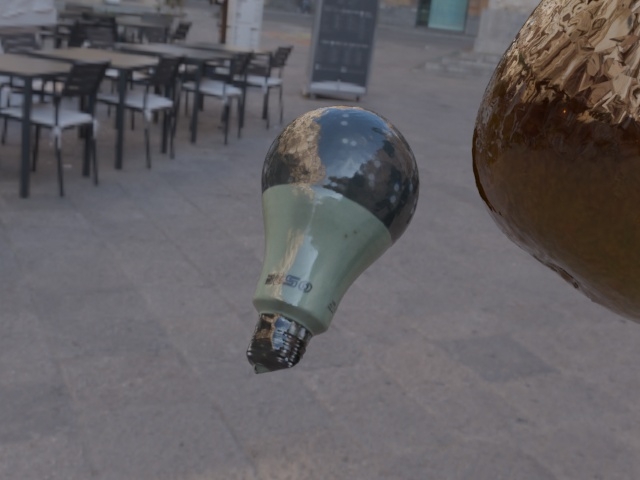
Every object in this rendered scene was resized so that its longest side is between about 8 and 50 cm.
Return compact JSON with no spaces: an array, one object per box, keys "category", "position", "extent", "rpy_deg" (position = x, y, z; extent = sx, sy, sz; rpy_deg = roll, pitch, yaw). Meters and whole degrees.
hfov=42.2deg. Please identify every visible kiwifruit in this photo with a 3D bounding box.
[{"category":"kiwifruit","position":[0.194,-0.072,0.421],"extent":[0.196,0.234,0.196],"rpy_deg":[31,10,-6]}]

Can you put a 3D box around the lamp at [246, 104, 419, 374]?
[{"category":"lamp","position":[0.016,-0.007,0.916],"extent":[0.181,0.182,0.314],"rpy_deg":[6,59,0]}]
